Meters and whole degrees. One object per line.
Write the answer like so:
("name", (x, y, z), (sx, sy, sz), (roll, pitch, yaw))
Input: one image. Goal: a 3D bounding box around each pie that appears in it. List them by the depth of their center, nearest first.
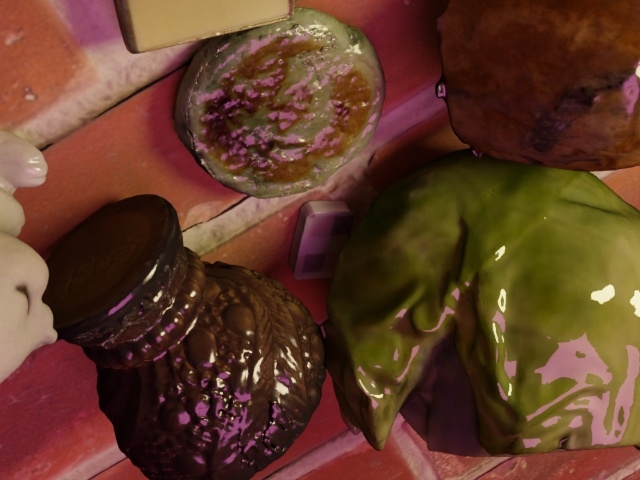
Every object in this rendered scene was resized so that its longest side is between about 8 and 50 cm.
("pie", (-0.042, -0.144, 1.200), (0.240, 0.054, 0.240), (-12, 130, -14))

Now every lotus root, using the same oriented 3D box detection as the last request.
("lotus root", (0.300, -0.186, 1.149), (0.316, 0.250, 0.316), (-17, 118, -35))

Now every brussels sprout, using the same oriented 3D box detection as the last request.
("brussels sprout", (0.217, 0.070, 1.323), (0.425, 0.342, 0.361), (0, 90, 9))

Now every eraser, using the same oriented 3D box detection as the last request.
("eraser", (-0.116, -0.255, 1.064), (0.172, 0.058, 0.117), (-16, 133, -13))
("eraser", (0.000, 0.000, 1.362), (0.065, 0.026, 0.105), (-1, 128, -21))

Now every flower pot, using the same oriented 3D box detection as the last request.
("flower pot", (-0.165, 0.105, 1.226), (0.266, 0.266, 0.267), (-36, 122, 6))

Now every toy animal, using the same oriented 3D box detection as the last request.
("toy animal", (-0.363, 0.042, 1.059), (0.206, 0.265, 0.272), (10, 125, -29))
